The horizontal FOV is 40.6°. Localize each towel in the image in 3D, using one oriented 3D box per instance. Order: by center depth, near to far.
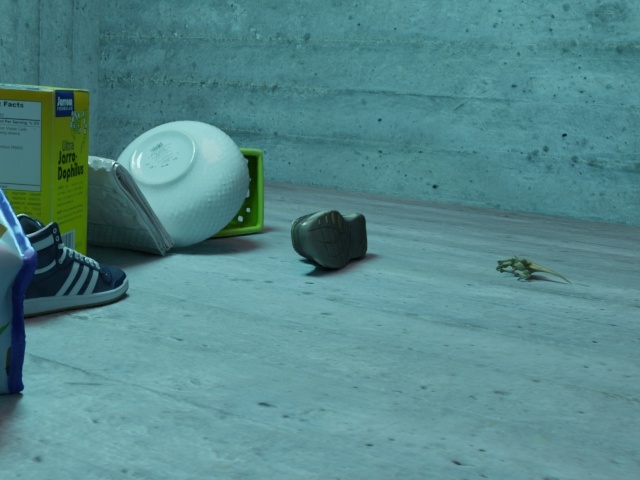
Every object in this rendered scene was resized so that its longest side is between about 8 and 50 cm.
[{"bbox_3d":[-0.515,-0.084,1.866,0.331,0.053,0.317,8,-32,22],"label":"towel"}]

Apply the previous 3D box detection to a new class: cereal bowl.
[{"bbox_3d":[-0.346,-0.154,2.026,0.339,0.339,0.141,7,-29,18],"label":"cereal bowl"}]

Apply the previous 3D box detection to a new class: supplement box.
[{"bbox_3d":[-0.558,-0.110,1.615,0.194,0.357,0.195,5,10,3],"label":"supplement box"}]

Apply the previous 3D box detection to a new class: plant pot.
[{"bbox_3d":[-0.297,-0.130,2.296,0.207,0.227,0.228,4,7,39],"label":"plant pot"}]

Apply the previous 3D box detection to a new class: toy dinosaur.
[{"bbox_3d":[0.463,0.059,1.932,0.183,0.053,0.092,12,11,42],"label":"toy dinosaur"}]

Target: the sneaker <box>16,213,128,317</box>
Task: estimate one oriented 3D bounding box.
[{"bbox_3d":[-0.423,0.031,1.426,0.099,0.153,0.282,10,11,31],"label":"sneaker"}]

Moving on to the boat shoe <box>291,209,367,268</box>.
[{"bbox_3d":[0.000,0.000,1.956,0.130,0.132,0.355,-3,-3,21],"label":"boat shoe"}]

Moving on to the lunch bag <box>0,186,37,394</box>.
[{"bbox_3d":[-0.547,0.005,1.024,0.327,0.239,0.385,1,28,-33],"label":"lunch bag"}]
